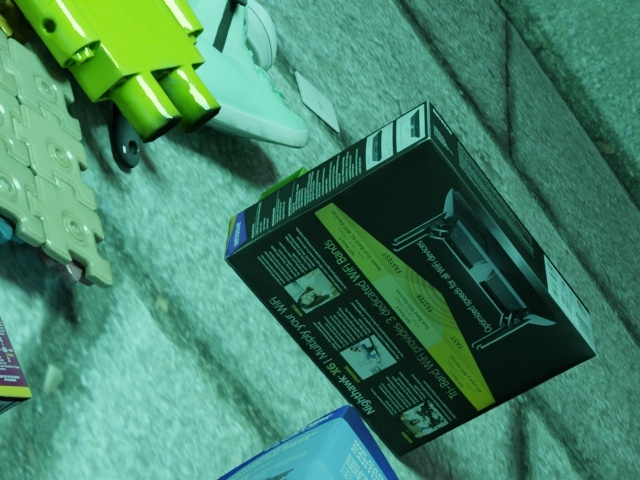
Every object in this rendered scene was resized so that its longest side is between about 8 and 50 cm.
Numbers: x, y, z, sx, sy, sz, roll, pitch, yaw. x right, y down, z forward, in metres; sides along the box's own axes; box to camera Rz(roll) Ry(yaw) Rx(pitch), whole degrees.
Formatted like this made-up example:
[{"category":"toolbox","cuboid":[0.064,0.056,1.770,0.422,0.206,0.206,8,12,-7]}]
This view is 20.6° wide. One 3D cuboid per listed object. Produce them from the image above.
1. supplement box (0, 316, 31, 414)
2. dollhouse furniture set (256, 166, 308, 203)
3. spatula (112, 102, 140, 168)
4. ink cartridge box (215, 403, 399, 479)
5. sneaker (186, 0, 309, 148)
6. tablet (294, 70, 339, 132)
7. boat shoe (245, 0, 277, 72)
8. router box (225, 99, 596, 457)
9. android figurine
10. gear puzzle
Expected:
[{"category":"supplement box","cuboid":[-0.239,0.080,1.180,0.043,0.055,0.083,14,49,-65]},{"category":"dollhouse furniture set","cuboid":[0.000,0.000,1.869,0.152,0.058,0.076,55,20,-12]},{"category":"spatula","cuboid":[-0.198,-0.184,1.691,0.084,0.030,0.296,38,29,-44]},{"category":"ink cartridge box","cuboid":[0.015,0.293,1.316,0.270,0.151,0.395,59,10,-3]},{"category":"sneaker","cuboid":[-0.074,-0.183,1.803,0.256,0.094,0.151,19,83,-59]},{"category":"tablet","cuboid":[-0.003,-0.172,2.184,0.083,0.006,0.054,37,30,-46]},{"category":"boat shoe","cuboid":[-0.128,-0.236,1.853,0.258,0.095,0.084,45,40,-47]},{"category":"router box","cuboid":[0.093,0.046,1.758,0.309,0.243,0.081,51,21,-25]},{"category":"android figurine","cuboid":[-0.198,-0.214,1.586,0.273,0.056,0.248,56,24,6]},{"category":"gear puzzle","cuboid":[-0.263,-0.111,1.424,0.175,0.044,0.339,36,28,-46]}]
